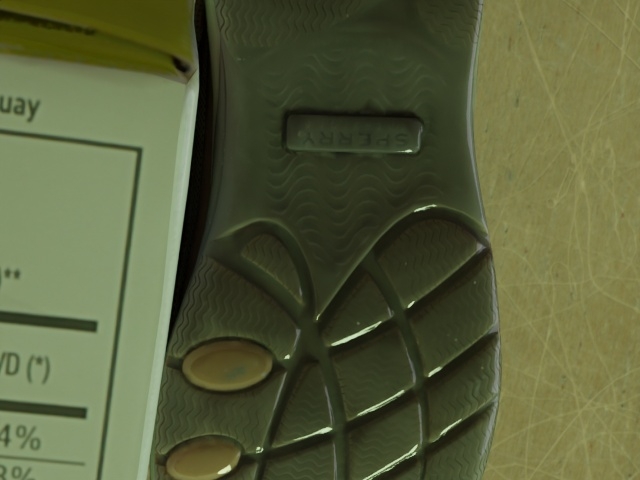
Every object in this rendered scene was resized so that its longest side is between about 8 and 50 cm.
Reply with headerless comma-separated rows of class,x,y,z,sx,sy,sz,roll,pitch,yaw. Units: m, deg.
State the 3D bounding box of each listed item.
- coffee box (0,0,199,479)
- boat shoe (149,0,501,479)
coffee box,-0.223,0.037,0.506,0.338,0.338,0.334,-104,-159,-69
boat shoe,0.000,0.000,0.596,0.116,0.123,0.324,-155,-107,-80
